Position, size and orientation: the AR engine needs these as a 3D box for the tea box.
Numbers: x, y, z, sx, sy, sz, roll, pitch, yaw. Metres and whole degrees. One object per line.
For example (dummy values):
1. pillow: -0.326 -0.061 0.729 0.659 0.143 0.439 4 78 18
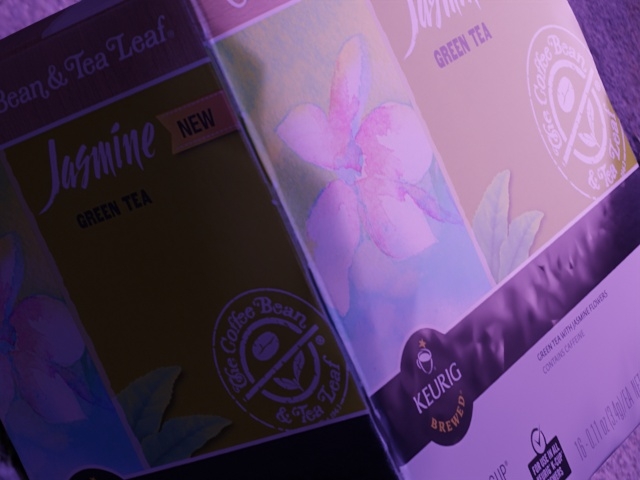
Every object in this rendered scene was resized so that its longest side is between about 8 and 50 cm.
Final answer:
1. tea box: 0.000 0.000 1.016 0.329 0.220 0.323 -36 103 -53
